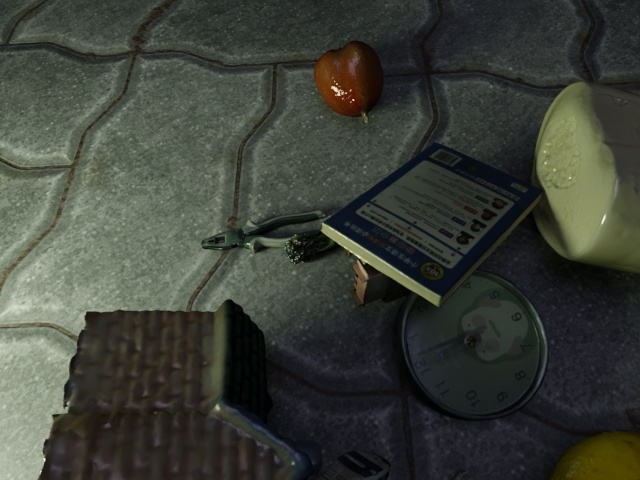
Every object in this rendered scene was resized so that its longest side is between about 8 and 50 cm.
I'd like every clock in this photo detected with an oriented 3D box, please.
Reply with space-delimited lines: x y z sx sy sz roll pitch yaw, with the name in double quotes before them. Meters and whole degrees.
"clock" 0.314 0.213 0.954 0.319 0.066 0.318 1 73 -2

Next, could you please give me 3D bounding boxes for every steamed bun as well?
"steamed bun" 0.689 -0.119 1.030 0.372 0.289 0.455 12 55 -3

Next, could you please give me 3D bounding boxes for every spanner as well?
"spanner" -0.142 -0.015 1.164 0.325 0.040 0.095 -10 59 -3

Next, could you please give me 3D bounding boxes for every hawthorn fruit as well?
"hawthorn fruit" 0.092 -0.448 1.326 0.200 0.199 0.251 -16 74 -5

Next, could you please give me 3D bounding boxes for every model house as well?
"model house" -0.219 0.367 0.799 0.401 0.394 0.445 -2 46 -12
"model house" 0.183 -0.004 1.078 0.326 0.169 0.244 -21 54 -13

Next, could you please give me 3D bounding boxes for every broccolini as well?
"broccolini" 0.009 0.007 1.115 0.203 0.091 0.068 -15 27 -7

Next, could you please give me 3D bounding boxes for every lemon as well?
"lemon" 0.502 0.449 0.752 0.264 0.236 0.235 -18 61 1

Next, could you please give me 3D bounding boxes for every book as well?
"book" 0.253 -0.065 0.992 0.300 0.039 0.428 35 54 29

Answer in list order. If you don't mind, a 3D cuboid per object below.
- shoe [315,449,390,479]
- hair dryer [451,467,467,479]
"shoe" 0.049 0.479 0.846 0.207 0.106 0.092 -28 17 -31
"hair dryer" 0.240 0.538 0.823 0.207 0.075 0.237 28 58 10
